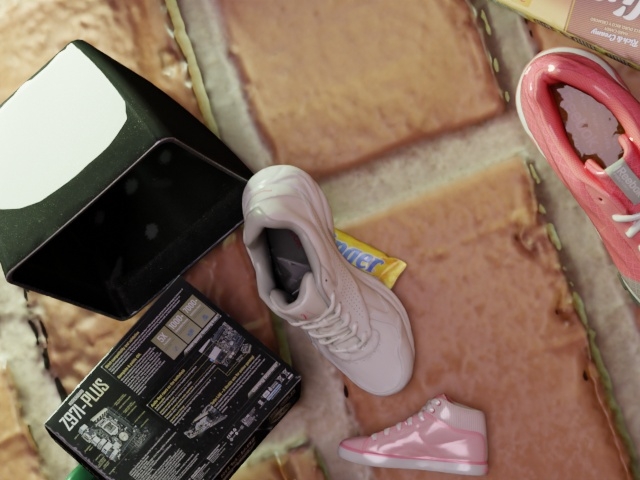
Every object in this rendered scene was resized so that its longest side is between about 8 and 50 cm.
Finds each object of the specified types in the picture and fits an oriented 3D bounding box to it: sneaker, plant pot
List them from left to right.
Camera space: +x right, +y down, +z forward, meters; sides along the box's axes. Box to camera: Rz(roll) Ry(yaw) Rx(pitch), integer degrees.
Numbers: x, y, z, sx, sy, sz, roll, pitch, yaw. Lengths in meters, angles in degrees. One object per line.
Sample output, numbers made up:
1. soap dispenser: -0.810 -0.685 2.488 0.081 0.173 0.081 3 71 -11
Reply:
1. plant pot: -0.191 -0.064 1.336 0.187 0.188 0.167 -40 62 12
2. sneaker: -0.003 0.054 1.297 0.090 0.115 0.232 -31 105 23
3. sneaker: 0.084 0.167 1.331 0.134 0.051 0.070 4 90 11
4. sneaker: 0.261 -0.028 1.238 0.116 0.136 0.314 -40 81 13

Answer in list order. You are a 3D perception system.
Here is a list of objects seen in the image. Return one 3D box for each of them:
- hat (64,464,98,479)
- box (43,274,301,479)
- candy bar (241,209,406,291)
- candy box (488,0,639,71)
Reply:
1. hat: -0.186 0.305 1.409 0.208 0.173 0.183 19 139 -5
2. box: -0.128 0.150 1.337 0.147 0.077 0.180 38 74 11
3. candy bar: 0.000 0.000 1.366 0.161 0.018 0.040 29 98 11
4. candy box: 0.232 -0.224 1.286 0.187 0.053 0.109 28 97 14
